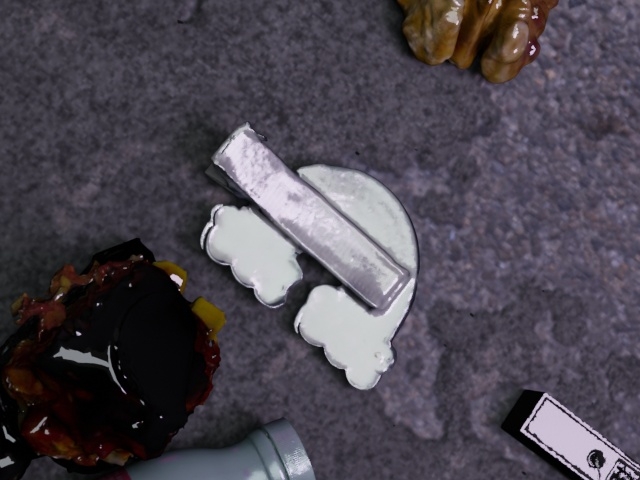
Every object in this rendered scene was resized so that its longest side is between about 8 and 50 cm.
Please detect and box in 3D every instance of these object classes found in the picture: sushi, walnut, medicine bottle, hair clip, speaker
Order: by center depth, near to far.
[{"bbox_3d":[-0.146,0.086,1.000,0.172,0.150,0.153,-23,93,-35],"label":"sushi"},{"bbox_3d":[-0.112,0.203,1.060,0.216,0.090,0.090,-21,92,-15],"label":"medicine bottle"},{"bbox_3d":[0.000,0.000,1.122,0.220,0.054,0.140,42,74,-11],"label":"hair clip"},{"bbox_3d":[0.136,-0.217,1.158,0.143,0.069,0.170,11,81,-12],"label":"walnut"},{"bbox_3d":[0.237,0.193,1.171,0.191,0.046,0.040,38,80,-9],"label":"speaker"}]
